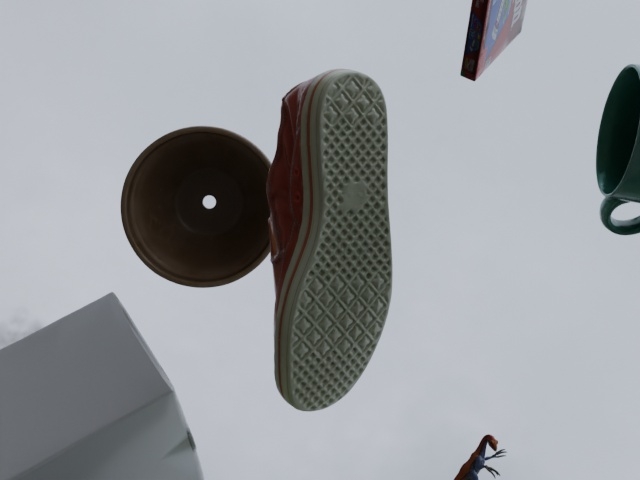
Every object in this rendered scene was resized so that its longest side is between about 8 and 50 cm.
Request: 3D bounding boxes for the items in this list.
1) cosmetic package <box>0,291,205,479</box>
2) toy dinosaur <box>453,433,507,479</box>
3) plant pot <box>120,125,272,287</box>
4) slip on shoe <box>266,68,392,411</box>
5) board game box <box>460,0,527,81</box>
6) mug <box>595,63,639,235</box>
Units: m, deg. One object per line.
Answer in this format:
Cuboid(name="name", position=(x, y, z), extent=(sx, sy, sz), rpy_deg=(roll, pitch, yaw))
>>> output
Cuboid(name="cosmetic package", position=(-0.325, 0.244, 1.327), extent=(0.156, 0.385, 0.217), rpy_deg=(50, -21, 33))
Cuboid(name="toy dinosaur", position=(0.195, 0.282, 1.643), extent=(0.047, 0.090, 0.082), rpy_deg=(-114, -157, -74))
Cuboid(name="plant pot", position=(-0.171, -0.054, 1.940), extent=(0.237, 0.237, 0.110), rpy_deg=(62, 3, -6))
Cuboid(name="slip on shoe", position=(0.000, 0.000, 1.274), extent=(0.101, 0.123, 0.331), rpy_deg=(8, -83, 56))
Cuboid(name="board game box", position=(0.244, -0.358, 1.710), extent=(0.027, 0.145, 0.281), rpy_deg=(25, -41, 20))
Cuboid(name="mug", position=(0.328, -0.090, 1.259), extent=(0.097, 0.129, 0.158), rpy_deg=(8, -29, -4))
